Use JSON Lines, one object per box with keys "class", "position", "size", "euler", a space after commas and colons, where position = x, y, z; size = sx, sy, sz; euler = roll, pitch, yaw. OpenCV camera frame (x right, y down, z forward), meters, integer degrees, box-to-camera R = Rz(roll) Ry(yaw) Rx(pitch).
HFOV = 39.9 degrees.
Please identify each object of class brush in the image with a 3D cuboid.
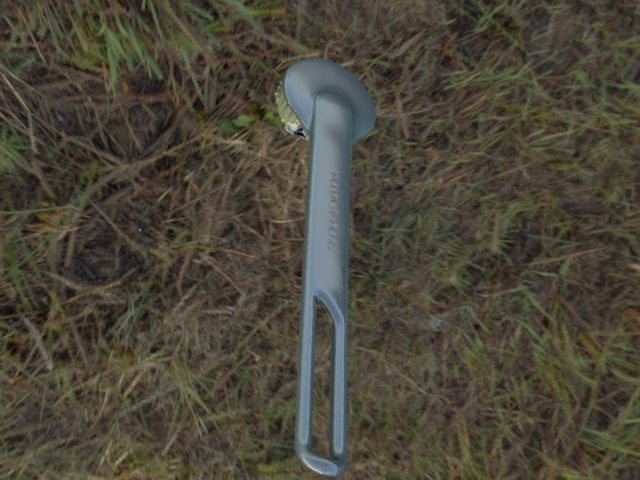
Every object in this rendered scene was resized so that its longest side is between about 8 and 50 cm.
{"class": "brush", "position": [0.000, 0.000, 0.462], "size": [0.062, 0.027, 0.266], "euler": [19, 49, -20]}
